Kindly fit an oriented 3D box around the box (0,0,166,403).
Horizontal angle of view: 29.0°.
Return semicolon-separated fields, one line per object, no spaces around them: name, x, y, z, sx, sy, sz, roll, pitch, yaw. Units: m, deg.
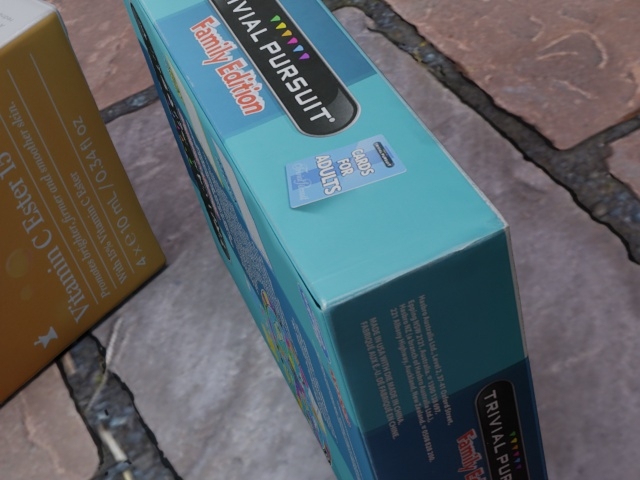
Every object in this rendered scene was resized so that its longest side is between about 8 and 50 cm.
box;-0.297;0.015;0.747;0.168;0.215;0.345;28;60;37

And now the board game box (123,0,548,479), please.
board game box;0.000;0.000;0.637;0.079;0.254;0.336;-24;43;-8
